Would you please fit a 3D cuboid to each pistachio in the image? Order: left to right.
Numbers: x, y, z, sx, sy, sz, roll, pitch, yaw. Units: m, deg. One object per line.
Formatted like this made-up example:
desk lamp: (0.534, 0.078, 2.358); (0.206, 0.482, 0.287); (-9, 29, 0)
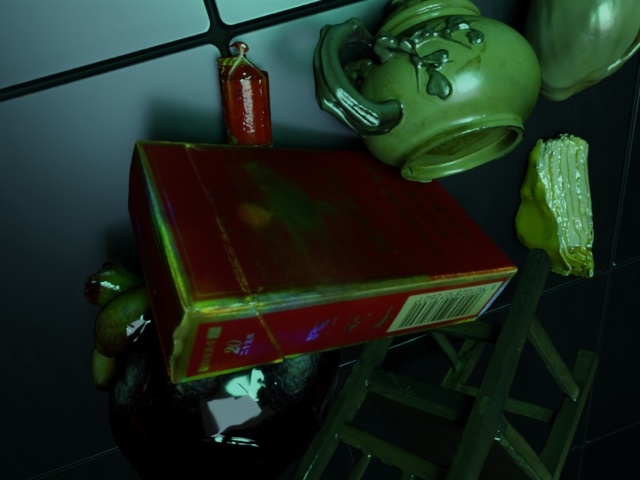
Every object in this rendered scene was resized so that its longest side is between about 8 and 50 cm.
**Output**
pistachio: (0.273, -0.241, 0.487); (0.124, 0.124, 0.184); (-1, 103, -16)

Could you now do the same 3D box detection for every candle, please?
candle: (-0.075, -0.132, 0.477); (0.052, 0.052, 0.130); (-9, 120, -12)

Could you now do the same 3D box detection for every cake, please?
cake: (0.316, -0.037, 0.618); (0.080, 0.116, 0.185); (-1, 124, -15)

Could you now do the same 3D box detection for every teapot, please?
teapot: (0.102, -0.163, 0.454); (0.269, 0.182, 0.173); (-5, 166, -34)

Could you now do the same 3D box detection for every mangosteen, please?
mangosteen: (-0.122, 0.132, 0.508); (0.288, 0.233, 0.287); (2, 144, 2)

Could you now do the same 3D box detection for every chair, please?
chair: (0.152, 0.238, 0.553); (0.240, 0.203, 0.416); (52, 59, -34)

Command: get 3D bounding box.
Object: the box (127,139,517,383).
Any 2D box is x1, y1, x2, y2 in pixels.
box: (0.000, -0.001, 0.441); (0.313, 0.197, 0.089); (-3, 135, -31)
